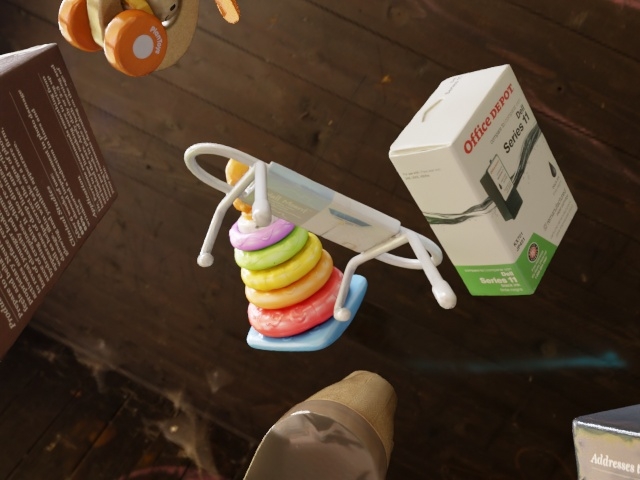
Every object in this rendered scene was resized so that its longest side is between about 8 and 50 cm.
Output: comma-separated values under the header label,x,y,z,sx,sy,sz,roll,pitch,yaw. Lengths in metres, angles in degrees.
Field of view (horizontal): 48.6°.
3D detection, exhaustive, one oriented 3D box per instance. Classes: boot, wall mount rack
label,x,y,z,sx,sy,sz,roll,pitch,yaw
boot,-0.036,0.220,0.525,0.112,0.115,0.305,38,-67,8
wall mount rack,0.000,0.000,0.813,0.350,0.131,0.304,23,-20,-15

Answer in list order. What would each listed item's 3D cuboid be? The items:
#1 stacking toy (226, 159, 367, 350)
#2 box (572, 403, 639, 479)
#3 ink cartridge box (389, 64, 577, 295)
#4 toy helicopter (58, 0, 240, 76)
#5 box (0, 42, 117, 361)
label,x,y,z,sx,sy,sz,roll,pitch,yaw
stacking toy,-0.070,0.007,1.048,0.165,0.175,0.302,-3,-56,35
box,0.532,0.410,0.670,0.480,0.297,0.472,167,-83,-66
ink cartridge box,0.186,-0.064,0.786,0.086,0.153,0.208,-4,-50,48
toy helicopter,-0.209,-0.402,0.940,0.140,0.235,0.355,31,-54,32
box,-0.325,-0.030,0.630,0.143,0.381,0.191,-12,-64,7
